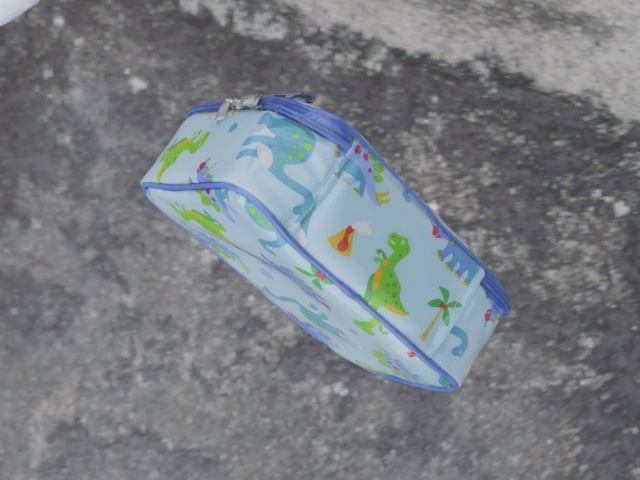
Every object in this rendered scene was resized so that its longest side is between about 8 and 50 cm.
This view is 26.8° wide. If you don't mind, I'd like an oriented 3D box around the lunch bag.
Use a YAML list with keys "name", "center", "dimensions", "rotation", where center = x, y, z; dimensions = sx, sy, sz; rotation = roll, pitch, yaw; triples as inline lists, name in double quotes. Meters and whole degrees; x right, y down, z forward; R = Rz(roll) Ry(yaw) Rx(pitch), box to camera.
- name: "lunch bag"
  center: [0.000, 0.000, 0.857]
  dimensions: [0.090, 0.219, 0.176]
  rotation: [-56, 26, -16]

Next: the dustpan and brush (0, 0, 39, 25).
- name: "dustpan and brush"
  center: [-0.164, -0.219, 0.955]
  dimensions: [0.211, 0.060, 0.147]
  rotation: [-28, 42, 0]
